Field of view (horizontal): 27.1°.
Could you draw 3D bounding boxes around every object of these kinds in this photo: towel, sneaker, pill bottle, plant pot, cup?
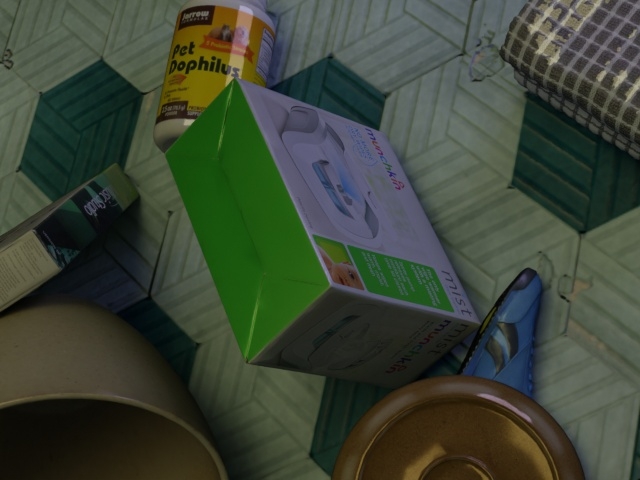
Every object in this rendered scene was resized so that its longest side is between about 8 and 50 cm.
[{"bbox_3d":[0.346,-0.228,1.300,0.235,0.121,0.284,38,90,33],"label":"towel"},{"bbox_3d":[0.177,0.129,1.284,0.082,0.069,0.209,27,75,4],"label":"sneaker"},{"bbox_3d":[-0.118,-0.199,1.531,0.117,0.117,0.215,-1,69,27],"label":"pill bottle"},{"bbox_3d":[0.123,0.234,1.197,0.236,0.032,0.236,-2,72,5],"label":"plant pot"},{"bbox_3d":[-0.271,0.193,1.362,0.331,0.331,0.237,-32,39,13],"label":"cup"}]

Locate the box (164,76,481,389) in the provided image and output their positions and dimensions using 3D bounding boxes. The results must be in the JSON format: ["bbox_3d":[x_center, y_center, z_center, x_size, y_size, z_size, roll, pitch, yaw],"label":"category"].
[{"bbox_3d":[0.000,0.000,1.308,0.127,0.231,0.262,-43,52,27],"label":"box"}]

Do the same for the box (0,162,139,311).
[{"bbox_3d":[-0.341,0.025,1.465,0.232,0.322,0.058,-31,101,14],"label":"box"}]

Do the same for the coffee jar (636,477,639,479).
[{"bbox_3d":[0.251,0.279,1.130,0.184,0.096,0.079,-40,68,-16],"label":"coffee jar"}]
